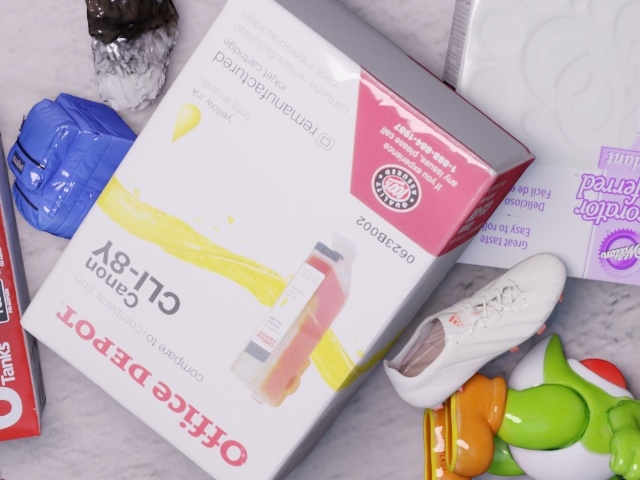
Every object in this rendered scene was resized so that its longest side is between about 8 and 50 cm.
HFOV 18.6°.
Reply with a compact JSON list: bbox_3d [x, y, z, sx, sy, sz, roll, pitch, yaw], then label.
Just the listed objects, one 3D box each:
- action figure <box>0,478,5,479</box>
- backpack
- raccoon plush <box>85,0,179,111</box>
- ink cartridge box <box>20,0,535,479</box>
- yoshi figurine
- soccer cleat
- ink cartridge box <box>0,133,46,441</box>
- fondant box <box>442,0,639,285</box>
[{"bbox_3d":[-0.322,0.239,1.894,0.038,0.030,0.115,-16,105,-9],"label":"action figure"},{"bbox_3d":[-0.237,-0.066,1.801,0.101,0.098,0.120,15,111,-34],"label":"backpack"},{"bbox_3d":[-0.064,-0.343,1.727,0.299,0.216,0.446,-2,131,1],"label":"raccoon plush"},{"bbox_3d":[-0.042,-0.001,1.734,0.279,0.160,0.384,38,109,8],"label":"ink cartridge box"},{"bbox_3d":[0.289,0.224,1.890,0.362,0.203,0.203,1,115,-9],"label":"yoshi figurine"},{"bbox_3d":[0.144,0.078,1.795,0.196,0.068,0.076,-42,132,2],"label":"soccer cleat"},{"bbox_3d":[-0.411,0.040,1.791,0.272,0.130,0.309,-9,103,-4],"label":"ink cartridge box"},{"bbox_3d":[0.237,-0.134,1.850,0.238,0.096,0.330,7,102,-8],"label":"fondant box"}]
